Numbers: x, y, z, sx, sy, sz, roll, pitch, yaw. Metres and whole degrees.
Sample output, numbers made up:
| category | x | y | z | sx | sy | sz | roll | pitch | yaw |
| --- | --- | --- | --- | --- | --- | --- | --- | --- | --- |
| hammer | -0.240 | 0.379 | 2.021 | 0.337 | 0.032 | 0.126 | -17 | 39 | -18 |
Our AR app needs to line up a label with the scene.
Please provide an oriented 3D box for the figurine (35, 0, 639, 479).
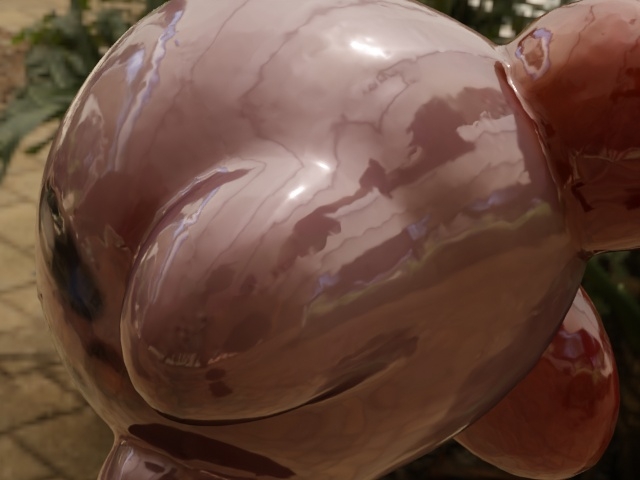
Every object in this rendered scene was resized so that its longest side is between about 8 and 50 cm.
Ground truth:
| category | x | y | z | sx | sy | sz | roll | pitch | yaw |
| --- | --- | --- | --- | --- | --- | --- | --- | --- | --- |
| figurine | 0.004 | -0.006 | 0.602 | 0.261 | 0.270 | 0.211 | -17 | 57 | -24 |
